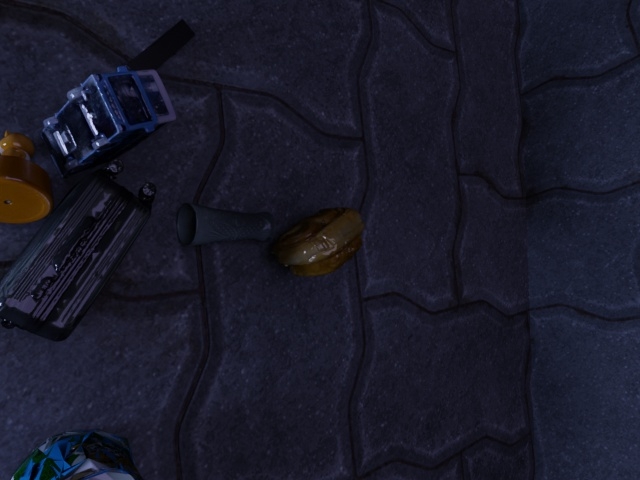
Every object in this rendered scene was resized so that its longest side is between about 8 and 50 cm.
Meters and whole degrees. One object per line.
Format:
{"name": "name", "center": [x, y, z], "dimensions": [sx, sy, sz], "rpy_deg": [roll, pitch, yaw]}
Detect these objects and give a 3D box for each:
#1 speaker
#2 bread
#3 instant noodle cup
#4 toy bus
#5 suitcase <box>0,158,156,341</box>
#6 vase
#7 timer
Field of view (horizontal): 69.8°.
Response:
{"name": "speaker", "center": [-0.355, -0.415, 1.013], "dimensions": [0.046, 0.040, 0.191], "rpy_deg": [48, 57, -26]}
{"name": "bread", "center": [0.002, 0.000, 1.153], "dimensions": [0.236, 0.198, 0.120], "rpy_deg": [-39, 114, -37]}
{"name": "instant noodle cup", "center": [-0.401, 0.458, 0.775], "dimensions": [0.240, 0.178, 0.240], "rpy_deg": [7, 79, -39]}
{"name": "toy bus", "center": [-0.381, -0.197, 0.800], "dimensions": [0.131, 0.297, 0.106], "rpy_deg": [-33, 105, -44]}
{"name": "suitcase", "center": [-0.425, 0.019, 0.795], "dimensions": [0.128, 0.202, 0.312], "rpy_deg": [40, 60, -29]}
{"name": "vase", "center": [-0.208, -0.033, 1.057], "dimensions": [0.219, 0.096, 0.096], "rpy_deg": [1, 84, -43]}
{"name": "timer", "center": [-0.534, -0.126, 0.798], "dimensions": [0.132, 0.132, 0.152], "rpy_deg": [13, 52, -38]}
